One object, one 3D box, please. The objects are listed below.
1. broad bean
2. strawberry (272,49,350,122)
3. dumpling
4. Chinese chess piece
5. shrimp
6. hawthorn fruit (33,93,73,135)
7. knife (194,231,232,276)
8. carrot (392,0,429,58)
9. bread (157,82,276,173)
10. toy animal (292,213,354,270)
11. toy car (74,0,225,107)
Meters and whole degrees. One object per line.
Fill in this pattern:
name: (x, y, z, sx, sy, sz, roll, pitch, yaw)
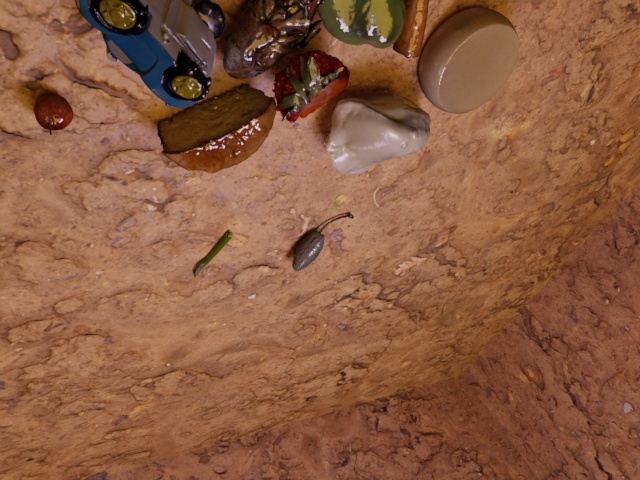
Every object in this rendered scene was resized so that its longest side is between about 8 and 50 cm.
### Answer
broad bean: (0.090, -0.492, 1.068, 0.227, 0.100, 0.169, -1, 127, -35)
strawberry: (-0.010, -0.344, 1.096, 0.174, 0.098, 0.228, -35, -178, 33)
dumpling: (0.157, -0.254, 1.317, 0.318, 0.187, 0.243, 1, 129, -43)
Chinese chess piece: (0.381, -0.459, 1.329, 0.273, 0.102, 0.273, -20, 142, -16)
shrimp: (-0.066, -0.447, 0.981, 0.343, 0.116, 0.145, -44, 156, 16)
hawthorn fruit: (-0.486, -0.218, 0.931, 0.066, 0.103, 0.067, -6, 143, -4)
knife: (-0.305, 0.041, 1.444, 0.184, 0.022, 0.026, -47, 169, 18)
carrot: (0.213, -0.524, 1.163, 0.072, 0.072, 0.205, -14, 132, -25)
bread: (-0.214, -0.226, 1.116, 0.260, 0.129, 0.134, -24, 145, -11)
toy animal: (-0.002, -0.007, 1.603, 0.253, 0.070, 0.079, -47, 180, -2)
toy car: (-0.293, -0.368, 0.856, 0.165, 0.198, 0.314, -11, 150, 24)
